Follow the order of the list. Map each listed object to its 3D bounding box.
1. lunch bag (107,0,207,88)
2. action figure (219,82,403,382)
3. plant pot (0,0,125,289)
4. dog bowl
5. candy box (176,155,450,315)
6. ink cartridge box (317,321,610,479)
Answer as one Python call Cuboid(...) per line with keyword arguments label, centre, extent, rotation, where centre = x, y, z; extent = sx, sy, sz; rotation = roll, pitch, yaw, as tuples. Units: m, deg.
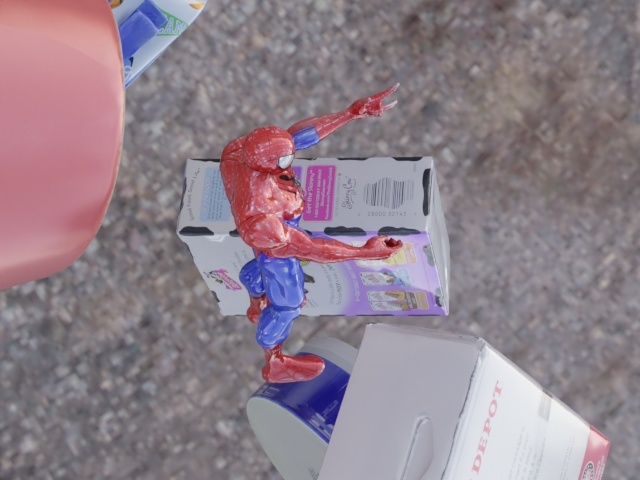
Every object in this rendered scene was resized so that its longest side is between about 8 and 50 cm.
Cuboid(label="lunch bag", centre=(-0.250, -0.177, 1.442), extent=(0.303, 0.243, 0.115), rotation=(-48, 113, -7))
Cuboid(label="action figure", centre=(0.004, -0.005, 1.027), extent=(0.139, 0.091, 0.280), rotation=(-16, 152, -4))
Cuboid(label="plant pot", centre=(-0.245, -0.070, 0.718), extent=(0.243, 0.275, 0.275), rotation=(-3, 130, -37))
Cuboid(label="dog bowl", centre=(0.042, 0.239, 1.653), extent=(0.104, 0.265, 0.265), rotation=(-41, 146, -20))
Cuboid(label="candy box", centre=(0.000, 0.000, 1.206), extent=(0.196, 0.070, 0.165), rotation=(0, 154, 10))
Cuboid(label="ink cartridge box", centre=(0.092, 0.164, 0.967), extent=(0.218, 0.092, 0.158), rotation=(39, 65, -52))
